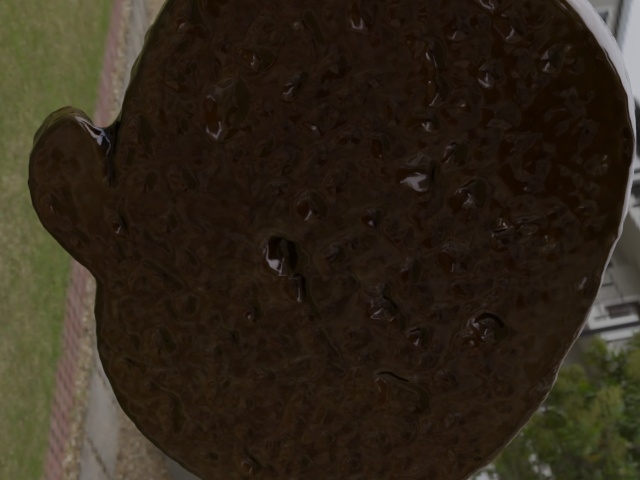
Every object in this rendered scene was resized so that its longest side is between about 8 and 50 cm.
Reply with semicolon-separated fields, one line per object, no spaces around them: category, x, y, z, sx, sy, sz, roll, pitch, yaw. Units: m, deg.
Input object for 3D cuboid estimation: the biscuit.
biscuit;0.000;-0.004;0.548;0.070;0.351;0.394;-84;-165;-62
